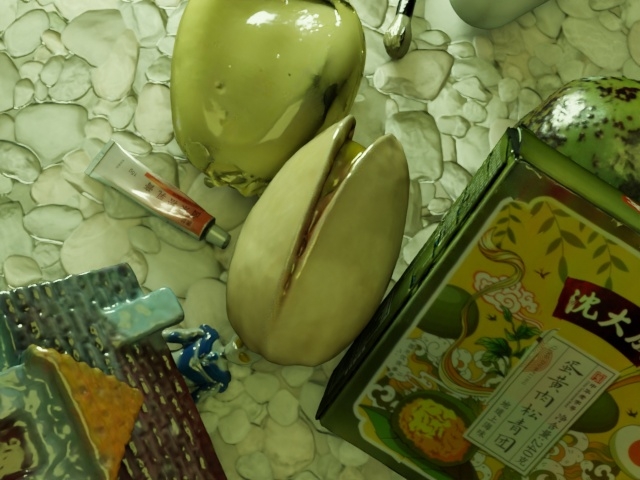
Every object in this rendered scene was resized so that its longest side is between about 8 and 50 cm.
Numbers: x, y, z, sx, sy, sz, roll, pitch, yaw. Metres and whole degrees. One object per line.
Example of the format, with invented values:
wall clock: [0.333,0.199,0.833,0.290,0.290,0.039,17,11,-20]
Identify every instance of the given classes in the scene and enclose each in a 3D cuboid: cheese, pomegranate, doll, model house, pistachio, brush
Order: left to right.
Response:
model house: [-0.265,0.220,0.824,0.339,0.297,0.360,-23,82,-24]
doll: [-0.163,0.156,0.965,0.227,0.057,0.114,-20,77,-9]
cheese: [-0.078,-0.205,1.026,0.260,0.128,0.315,11,70,1]
pistachio: [0.000,0.000,0.933,0.194,0.214,0.317,21,89,9]
brush: [0.143,-0.404,1.141,0.039,0.042,0.299,5,72,33]
pomegranate: [0.380,-0.105,1.022,0.285,0.285,0.340,31,42,-1]

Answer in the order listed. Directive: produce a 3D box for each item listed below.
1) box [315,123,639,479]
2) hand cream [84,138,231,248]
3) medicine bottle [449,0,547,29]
box: [0.256,0.142,0.878,0.373,0.138,0.420,33,114,-1]
hand cream: [-0.212,-0.058,1.018,0.216,0.038,0.052,33,48,3]
medicine bottle: [0.338,-0.431,1.129,0.341,0.130,0.130,-33,85,-15]
